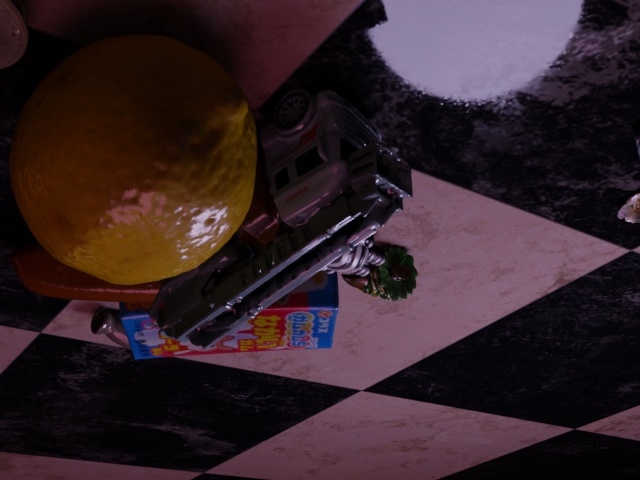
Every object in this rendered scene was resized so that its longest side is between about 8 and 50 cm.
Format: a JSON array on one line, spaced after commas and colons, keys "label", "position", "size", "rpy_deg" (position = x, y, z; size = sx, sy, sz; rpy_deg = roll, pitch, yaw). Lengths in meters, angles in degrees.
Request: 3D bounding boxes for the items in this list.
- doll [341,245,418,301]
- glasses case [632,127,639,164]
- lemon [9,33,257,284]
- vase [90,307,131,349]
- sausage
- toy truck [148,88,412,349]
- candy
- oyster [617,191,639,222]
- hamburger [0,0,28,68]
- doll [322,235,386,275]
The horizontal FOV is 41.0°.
[{"label": "doll", "position": [0.087, 0.066, 1.249], "size": [0.078, 0.076, 0.113], "rpy_deg": [6, 151, -35]}, {"label": "glasses case", "position": [0.512, -0.124, 1.000], "size": [0.266, 0.056, 0.105], "rpy_deg": [-16, 149, 19]}, {"label": "lemon", "position": [-0.171, -0.079, 0.810], "size": [0.228, 0.228, 0.253], "rpy_deg": [12, 143, -28]}, {"label": "vase", "position": [-0.309, 0.141, 1.349], "size": [0.101, 0.053, 0.053], "rpy_deg": [27, 138, -37]}, {"label": "sausage", "position": [-0.236, 0.038, 1.128], "size": [0.349, 0.094, 0.097], "rpy_deg": [-2, 172, -5]}, {"label": "toy truck", "position": [-0.050, -0.023, 0.938], "size": [0.338, 0.184, 0.133], "rpy_deg": [-30, 141, 23]}, {"label": "candy", "position": [-0.130, 0.097, 1.251], "size": [0.306, 0.100, 0.157], "rpy_deg": [-3, 150, -6]}, {"label": "oyster", "position": [0.443, -0.050, 1.146], "size": [0.051, 0.034, 0.093], "rpy_deg": [33, 147, -25]}, {"label": "hamburger", "position": [-0.325, -0.201, 0.737], "size": [0.140, 0.062, 0.133], "rpy_deg": [0, 154, -13]}, {"label": "doll", "position": [0.000, 0.000, 1.131], "size": [0.091, 0.067, 0.219], "rpy_deg": [-35, 138, 31]}]
